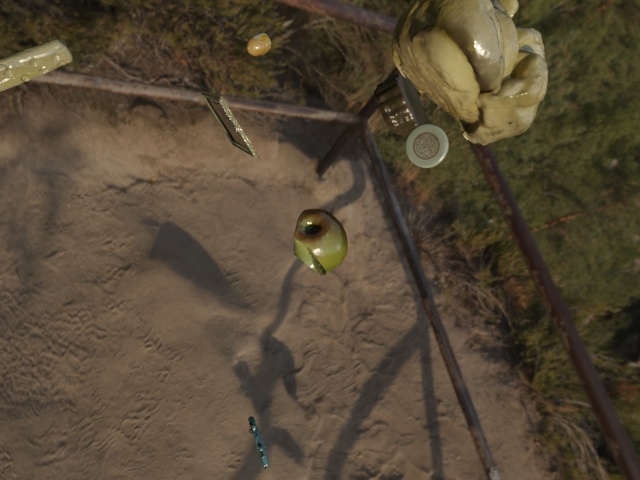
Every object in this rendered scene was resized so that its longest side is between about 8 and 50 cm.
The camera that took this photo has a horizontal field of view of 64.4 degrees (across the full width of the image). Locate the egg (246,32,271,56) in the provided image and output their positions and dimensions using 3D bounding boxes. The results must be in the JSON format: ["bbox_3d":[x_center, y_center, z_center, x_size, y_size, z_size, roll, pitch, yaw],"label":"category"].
[{"bbox_3d":[-0.209,-0.653,1.699,0.083,0.071,0.071,-34,83,-27],"label":"egg"}]

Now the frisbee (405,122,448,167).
[{"bbox_3d":[0.265,-0.237,1.273,0.110,0.110,0.014,53,24,6],"label":"frisbee"}]

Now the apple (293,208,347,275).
[{"bbox_3d":[0.000,0.000,1.591,0.173,0.188,0.207,-4,67,-5],"label":"apple"}]

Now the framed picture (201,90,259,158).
[{"bbox_3d":[-0.265,-0.332,1.453,0.014,0.252,0.197,-37,119,-9],"label":"framed picture"}]

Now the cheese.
[{"bbox_3d":[-0.643,-0.382,1.110,0.194,0.065,0.043,-28,59,-15],"label":"cheese"}]

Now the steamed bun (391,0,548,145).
[{"bbox_3d":[0.317,-0.370,1.025,0.372,0.230,0.325,39,8,-32],"label":"steamed bun"}]

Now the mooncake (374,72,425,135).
[{"bbox_3d":[0.294,-0.498,1.891,0.228,0.124,0.228,41,38,-43],"label":"mooncake"}]

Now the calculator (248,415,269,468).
[{"bbox_3d":[-0.112,0.371,0.931,0.019,0.141,0.094,-19,63,-12],"label":"calculator"}]
